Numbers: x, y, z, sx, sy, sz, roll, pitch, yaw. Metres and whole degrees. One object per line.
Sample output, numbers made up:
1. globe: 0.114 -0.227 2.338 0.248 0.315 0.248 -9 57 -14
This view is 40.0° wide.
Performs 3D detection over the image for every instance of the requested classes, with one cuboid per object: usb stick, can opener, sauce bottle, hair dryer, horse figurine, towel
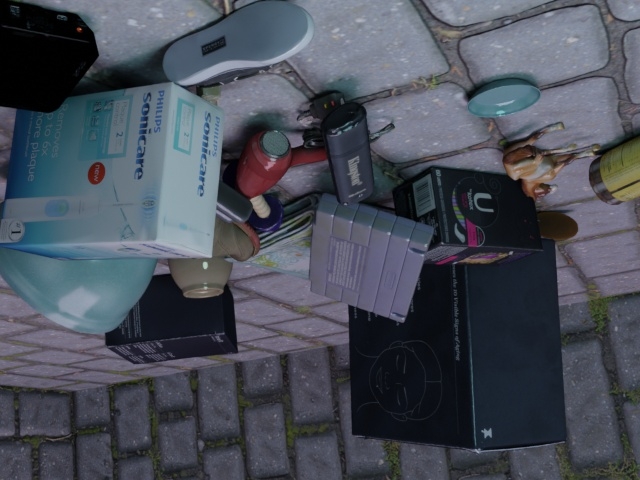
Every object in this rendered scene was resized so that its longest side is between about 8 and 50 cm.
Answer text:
1. usb stick: 0.048 -0.132 1.421 0.077 0.045 0.278 -34 158 -7
2. can opener: -0.237 -0.096 1.446 0.280 0.093 0.074 30 165 -36
3. sauce bottle: 0.661 -0.167 1.633 0.111 0.111 0.344 4 162 -32
4. hair dryer: -0.031 -0.134 1.468 0.294 0.080 0.224 -23 158 24
5. horse figurine: 0.421 -0.151 1.680 0.174 0.066 0.263 -25 159 34
6. towel: 0.000 0.000 1.992 0.321 0.090 0.374 -19 160 39

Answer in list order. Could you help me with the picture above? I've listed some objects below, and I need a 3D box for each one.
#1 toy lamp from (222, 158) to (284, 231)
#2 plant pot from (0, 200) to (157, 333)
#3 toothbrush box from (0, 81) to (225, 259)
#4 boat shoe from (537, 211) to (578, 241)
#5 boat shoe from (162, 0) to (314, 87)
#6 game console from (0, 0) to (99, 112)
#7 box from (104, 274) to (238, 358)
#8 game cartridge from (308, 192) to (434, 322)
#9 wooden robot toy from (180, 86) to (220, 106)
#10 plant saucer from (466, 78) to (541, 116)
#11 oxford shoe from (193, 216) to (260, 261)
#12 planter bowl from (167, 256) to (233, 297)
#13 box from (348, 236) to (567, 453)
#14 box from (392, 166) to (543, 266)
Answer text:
1. toy lamp: -0.121 -0.078 1.696 0.080 0.080 0.274 -8 162 4
2. plant pot: -0.389 -0.016 1.501 0.196 0.293 0.293 -43 150 19
3. toothbrush box: -0.293 -0.087 1.236 0.296 0.216 0.126 0 169 29
4. boat shoe: 0.518 -0.029 2.141 0.207 0.073 0.073 3 165 -8
5. boat shoe: -0.095 -0.241 1.130 0.229 0.080 0.076 -15 168 30
6. game console: -0.466 -0.233 1.064 0.361 0.043 0.213 5 161 -33
7. box: -0.403 0.219 2.430 0.313 0.178 0.343 -5 164 -1
8. game cartridge: 0.090 0.039 1.777 0.230 0.068 0.355 22 152 9
9. wooden robot toy: -0.198 -0.174 1.314 0.076 0.079 0.173 9 158 -44
10. plant saucer: 0.293 -0.232 1.416 0.119 0.021 0.119 -6 165 -2
11. oxford shoe: -0.217 -0.018 1.698 0.123 0.130 0.348 34 170 24
12. planter bowl: -0.284 0.076 2.105 0.162 0.109 0.162 -6 163 -2
13. box: 0.313 0.248 2.142 0.297 0.479 0.472 3 172 -30
14. box: 0.305 -0.043 1.821 0.270 0.165 0.143 3 163 -31
